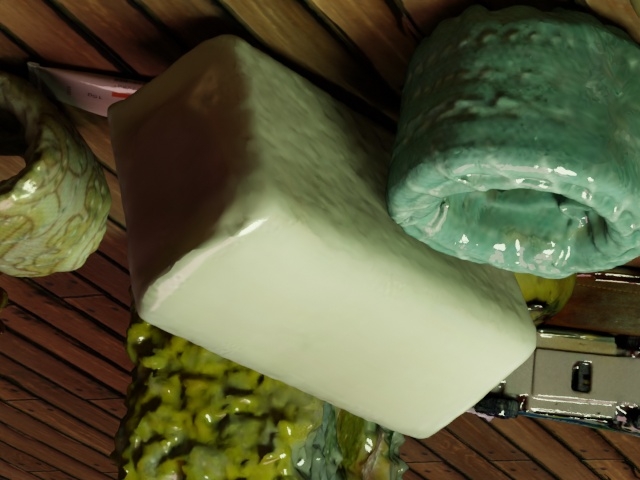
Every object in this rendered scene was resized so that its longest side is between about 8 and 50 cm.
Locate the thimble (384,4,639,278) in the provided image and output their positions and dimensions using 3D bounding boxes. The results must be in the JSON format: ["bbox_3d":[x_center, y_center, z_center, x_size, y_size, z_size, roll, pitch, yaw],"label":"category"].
[{"bbox_3d":[0.156,-0.068,1.347,0.198,0.143,0.235,-2,156,24],"label":"thimble"}]

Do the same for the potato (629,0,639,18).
[{"bbox_3d":[0.272,-0.192,0.885,0.243,0.221,0.326,-32,178,-29],"label":"potato"}]

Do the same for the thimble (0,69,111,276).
[{"bbox_3d":[-0.273,-0.060,1.498,0.190,0.137,0.143,26,168,24],"label":"thimble"}]

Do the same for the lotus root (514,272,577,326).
[{"bbox_3d":[0.150,0.063,1.645,0.203,0.078,0.183,-16,155,-23],"label":"lotus root"}]

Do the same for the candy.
[{"bbox_3d":[0.002,0.001,1.415,0.145,0.208,0.358,-35,139,25],"label":"candy"}]

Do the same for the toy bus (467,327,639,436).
[{"bbox_3d":[0.258,0.150,1.918,0.317,0.112,0.138,9,168,-4],"label":"toy bus"}]

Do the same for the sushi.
[{"bbox_3d":[-0.048,0.206,1.803,0.240,0.351,0.396,-1,155,18],"label":"sushi"}]

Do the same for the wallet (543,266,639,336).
[{"bbox_3d":[0.350,0.066,1.772,0.255,0.031,0.137,6,159,1],"label":"wallet"}]

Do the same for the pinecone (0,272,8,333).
[{"bbox_3d":[-0.404,0.063,1.764,0.221,0.221,0.221,6,158,2],"label":"pinecone"}]

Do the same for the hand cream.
[{"bbox_3d":[-0.132,-0.111,1.477,0.216,0.038,0.052,11,131,-1],"label":"hand cream"}]
